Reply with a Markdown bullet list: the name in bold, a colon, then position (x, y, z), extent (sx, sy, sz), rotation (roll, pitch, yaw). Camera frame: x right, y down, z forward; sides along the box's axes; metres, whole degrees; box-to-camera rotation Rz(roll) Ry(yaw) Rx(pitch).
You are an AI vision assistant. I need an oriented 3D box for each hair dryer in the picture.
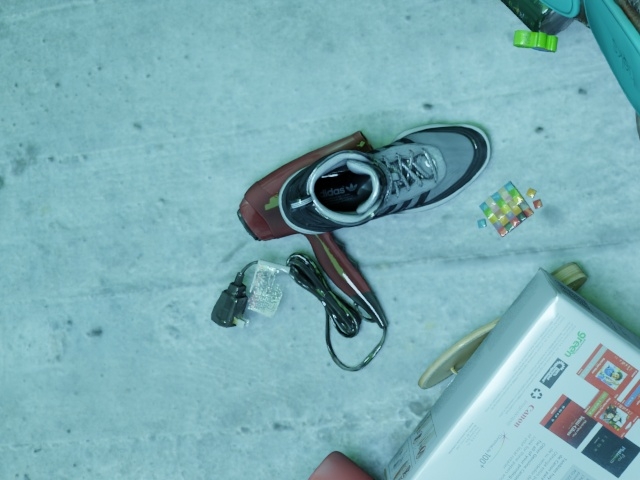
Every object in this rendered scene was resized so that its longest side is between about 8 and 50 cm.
- **hair dryer**: position (0.000, 0.000, 1.870), extent (0.223, 0.080, 0.294), rotation (16, 96, 4)

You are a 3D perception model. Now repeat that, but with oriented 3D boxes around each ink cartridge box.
- **ink cartridge box**: position (0.270, 0.240, 1.683), extent (0.272, 0.130, 0.309), rotation (36, 100, -8)

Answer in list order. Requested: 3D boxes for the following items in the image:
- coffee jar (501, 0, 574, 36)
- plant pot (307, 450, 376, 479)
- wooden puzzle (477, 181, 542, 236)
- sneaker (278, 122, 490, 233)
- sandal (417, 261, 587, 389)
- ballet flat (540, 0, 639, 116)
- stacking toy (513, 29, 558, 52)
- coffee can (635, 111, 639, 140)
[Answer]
- **coffee jar**: position (0.230, -0.330, 1.778), extent (0.079, 0.096, 0.184), rotation (-45, 73, 8)
- **plant pot**: position (0.050, 0.418, 1.719), extent (0.243, 0.275, 0.275), rotation (30, 97, 10)
- **wooden puzzle**: position (0.227, -0.038, 1.806), extent (0.083, 0.006, 0.049), rotation (-39, 74, 14)
- **sneaker**: position (0.084, -0.073, 1.754), extent (0.268, 0.153, 0.101), rotation (-18, 92, -3)
- **sandal**: position (0.228, 0.128, 1.751), extent (0.240, 0.088, 0.079), rotation (-39, 69, 9)
- **ballet flat**: position (0.306, -0.278, 1.487), extent (0.182, 0.164, 0.483), rotation (-23, 45, -8)
- **stacking toy**: position (0.315, -0.287, 1.699), extent (0.052, 0.221, 0.167), rotation (3, 88, 63)
- **coffee can**: position (0.458, -0.121, 1.581), extent (0.201, 0.275, 0.202), rotation (-2, 85, 21)
